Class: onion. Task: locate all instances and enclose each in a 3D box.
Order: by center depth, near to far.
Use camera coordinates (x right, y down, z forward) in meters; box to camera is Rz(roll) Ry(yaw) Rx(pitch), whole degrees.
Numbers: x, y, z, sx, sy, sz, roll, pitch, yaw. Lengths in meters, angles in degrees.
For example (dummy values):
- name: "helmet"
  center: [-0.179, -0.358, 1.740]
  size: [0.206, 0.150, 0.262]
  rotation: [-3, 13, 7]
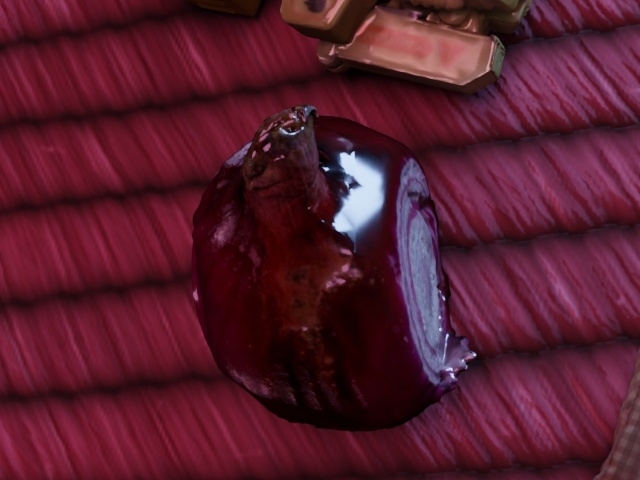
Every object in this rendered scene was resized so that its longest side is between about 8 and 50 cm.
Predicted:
- name: "onion"
  center: [-0.014, 0.005, 0.588]
  size: [0.135, 0.198, 0.173]
  rotation: [-17, 52, 18]

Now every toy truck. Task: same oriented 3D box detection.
- name: "toy truck"
  center: [0.003, -0.183, 0.680]
  size: [0.272, 0.124, 0.157]
  rotation: [15, 89, 17]

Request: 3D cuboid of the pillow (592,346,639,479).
- name: "pillow"
  center: [0.247, 0.120, 0.558]
  size: [0.211, 0.034, 0.135]
  rotation: [20, 80, 20]
